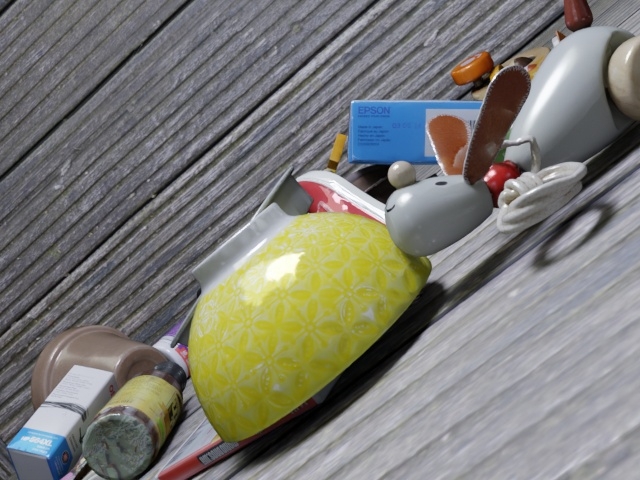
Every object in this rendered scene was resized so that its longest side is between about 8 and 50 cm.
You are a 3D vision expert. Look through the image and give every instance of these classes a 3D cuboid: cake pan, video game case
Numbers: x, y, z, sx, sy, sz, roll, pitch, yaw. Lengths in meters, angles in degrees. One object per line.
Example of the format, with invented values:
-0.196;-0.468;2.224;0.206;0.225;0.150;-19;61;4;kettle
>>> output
-0.099;0.034;1.061;0.293;0.054;0.293;-56;3;5;cake pan
-0.056;0.175;0.916;0.285;0.025;0.204;-37;5;36;video game case

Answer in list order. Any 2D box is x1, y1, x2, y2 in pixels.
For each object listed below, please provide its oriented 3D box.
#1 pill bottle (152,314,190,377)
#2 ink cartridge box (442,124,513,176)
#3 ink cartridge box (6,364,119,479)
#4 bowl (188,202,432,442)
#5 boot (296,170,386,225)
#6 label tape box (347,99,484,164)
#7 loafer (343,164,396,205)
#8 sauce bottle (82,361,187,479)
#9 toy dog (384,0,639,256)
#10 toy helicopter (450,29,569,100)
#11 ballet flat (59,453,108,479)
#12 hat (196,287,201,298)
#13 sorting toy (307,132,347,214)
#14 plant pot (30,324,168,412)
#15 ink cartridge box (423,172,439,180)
-0.296;0.233;1.810;0.108;0.108;0.193;-36;7;46;pill bottle
0.267;-0.134;1.034;0.209;0.062;0.109;-41;5;-12;ink cartridge box
-0.420;0.335;1.328;0.085;0.148;0.203;7;35;17;ink cartridge box
-0.043;0.055;0.823;0.289;0.156;0.289;-40;4;4;bowl
0.000;0.000;1.142;0.176;0.088;0.244;-43;46;-16;boot
0.167;-0.192;1.392;0.240;0.106;0.334;1;8;1;label tape box
0.047;0.009;1.276;0.130;0.134;0.366;20;52;43;loafer
-0.285;0.275;1.282;0.111;0.111;0.344;-40;5;7;sauce bottle
0.197;-0.133;0.756;0.333;0.161;0.220;-33;4;-30;toy dog
0.394;-0.294;1.404;0.235;0.140;0.355;-31;16;4;toy helicopter
-0.354;0.369;1.242;0.079;0.077;0.221;-19;13;22;ballet flat
-0.260;0.152;2.164;0.331;0.134;0.331;-39;4;3;hat
-0.021;-0.039;1.465;0.229;0.041;0.307;110;177;-65;sorting toy
-0.439;0.303;1.655;0.229;0.263;0.263;-12;23;43;plant pot
0.196;-0.095;1.459;0.083;0.028;0.048;-42;5;-24;ink cartridge box
